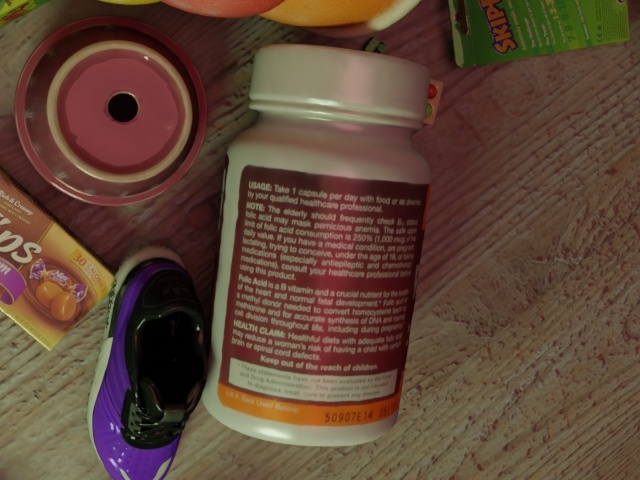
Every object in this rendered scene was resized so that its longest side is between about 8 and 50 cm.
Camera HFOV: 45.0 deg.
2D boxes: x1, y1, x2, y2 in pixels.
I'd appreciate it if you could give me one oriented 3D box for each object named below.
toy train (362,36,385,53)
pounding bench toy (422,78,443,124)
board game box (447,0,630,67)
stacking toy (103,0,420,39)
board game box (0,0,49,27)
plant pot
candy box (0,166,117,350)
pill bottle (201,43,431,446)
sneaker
[{"bbox_3d":[0.047,-0.210,0.933,0.023,0.017,0.083,38,86,-10],"label":"toy train"},{"bbox_3d":[0.106,-0.156,0.935,0.052,0.065,0.083,11,95,-20],"label":"pounding bench toy"},{"bbox_3d":[0.275,-0.299,0.984,0.259,0.039,0.124,-13,102,-19],"label":"board game box"},{"bbox_3d":[-0.139,-0.307,0.611,0.480,0.350,0.351,-23,106,-37],"label":"stacking toy"},{"bbox_3d":[-0.274,-0.273,0.778,0.181,0.092,0.043,-34,108,-10],"label":"board game box"},{"bbox_3d":[-0.206,-0.128,0.777,0.201,0.180,0.201,-3,100,-17],"label":"plant pot"},{"bbox_3d":[-0.322,0.015,0.829,0.109,0.053,0.187,-45,110,-7],"label":"candy box"},{"bbox_3d":[0.000,0.000,0.842,0.224,0.224,0.392,5,97,-19],"label":"pill bottle"},{"bbox_3d":[-0.181,0.166,0.826,0.102,0.146,0.293,-2,112,-29],"label":"sneaker"}]
